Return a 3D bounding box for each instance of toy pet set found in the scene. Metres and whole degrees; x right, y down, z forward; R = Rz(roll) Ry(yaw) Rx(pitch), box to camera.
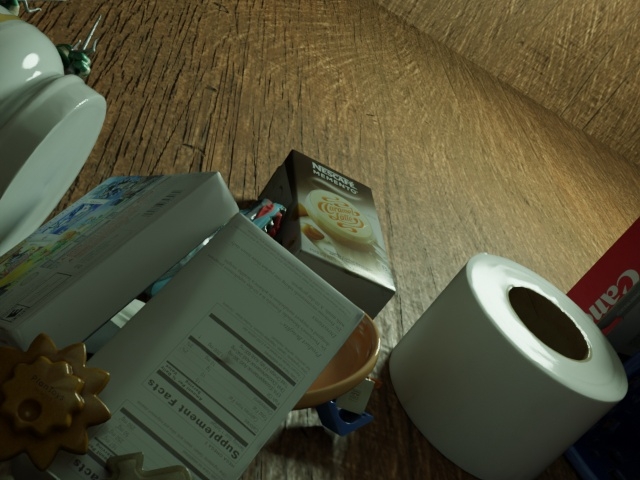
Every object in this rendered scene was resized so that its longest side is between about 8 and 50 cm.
[{"bbox_3d":[0.014,0.171,0.916,0.122,0.065,0.114,24,-6,-28],"label":"toy pet set"}]

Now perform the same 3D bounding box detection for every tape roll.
[{"bbox_3d":[0.232,0.158,1.043,0.246,0.169,0.246,28,29,-17],"label":"tape roll"}]

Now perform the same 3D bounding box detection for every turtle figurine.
[{"bbox_3d":[-0.358,-0.220,1.022,0.175,0.118,0.234,28,40,17],"label":"turtle figurine"}]

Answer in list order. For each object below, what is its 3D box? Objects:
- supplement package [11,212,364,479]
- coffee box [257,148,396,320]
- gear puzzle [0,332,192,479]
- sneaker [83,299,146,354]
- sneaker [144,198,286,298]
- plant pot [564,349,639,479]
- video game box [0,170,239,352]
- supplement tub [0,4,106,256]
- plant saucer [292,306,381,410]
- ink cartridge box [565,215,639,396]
[{"bbox_3d":[-0.101,0.122,0.643,0.134,0.139,0.244,39,55,5],"label":"supplement package"},{"bbox_3d":[0.000,0.000,1.102,0.141,0.098,0.246,25,29,-21],"label":"coffee box"},{"bbox_3d":[-0.134,0.209,0.477,0.176,0.044,0.338,-6,66,-19],"label":"gear puzzle"},{"bbox_3d":[-0.165,0.098,0.789,0.212,0.080,0.094,37,14,4],"label":"sneaker"},{"bbox_3d":[-0.131,-0.011,0.964,0.125,0.104,0.262,37,26,6],"label":"sneaker"},{"bbox_3d":[0.498,0.276,1.106,0.212,0.236,0.236,15,33,-47],"label":"plant pot"},{"bbox_3d":[-0.196,0.016,0.686,0.205,0.187,0.048,-43,120,-31],"label":"video game box"},{"bbox_3d":[-0.377,-0.137,0.738,0.316,0.228,0.228,34,27,-4],"label":"supplement tub"},{"bbox_3d":[-0.038,0.114,0.861,0.200,0.037,0.200,1,26,0],"label":"plant saucer"},{"bbox_3d":[0.451,0.110,1.219,0.272,0.309,0.130,17,32,-34],"label":"ink cartridge box"}]
